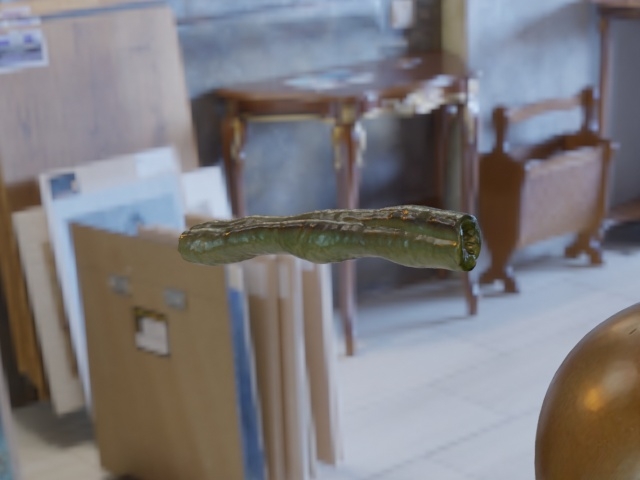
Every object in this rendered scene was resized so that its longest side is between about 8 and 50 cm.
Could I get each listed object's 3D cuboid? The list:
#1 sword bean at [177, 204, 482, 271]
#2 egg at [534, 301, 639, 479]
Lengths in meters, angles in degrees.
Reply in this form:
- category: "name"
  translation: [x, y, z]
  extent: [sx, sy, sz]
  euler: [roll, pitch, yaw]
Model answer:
- category: "sword bean"
  translation: [0.000, 0.000, 0.975]
  extent: [0.269, 0.038, 0.043]
  euler: [-1, 37, 44]
- category: "egg"
  translation: [0.316, 0.182, 0.999]
  extent: [0.351, 0.282, 0.283]
  euler: [28, 30, 27]
